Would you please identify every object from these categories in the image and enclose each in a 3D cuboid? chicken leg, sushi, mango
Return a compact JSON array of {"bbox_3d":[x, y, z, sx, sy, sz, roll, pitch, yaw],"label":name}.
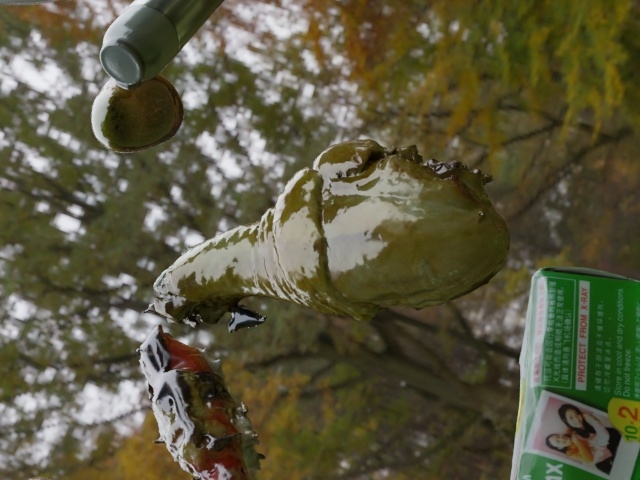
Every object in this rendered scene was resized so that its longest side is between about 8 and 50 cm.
[{"bbox_3d":[0.000,0.000,0.705,0.088,0.227,0.103,23,-119,-56],"label":"chicken leg"},{"bbox_3d":[-0.123,0.188,1.263,0.103,0.226,0.097,3,-52,-34],"label":"sushi"},{"bbox_3d":[-0.297,-0.209,1.945,0.267,0.111,0.133,-31,-46,-72],"label":"mango"}]

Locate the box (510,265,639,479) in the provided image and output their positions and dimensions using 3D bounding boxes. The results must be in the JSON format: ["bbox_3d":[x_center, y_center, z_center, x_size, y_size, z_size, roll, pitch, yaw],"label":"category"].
[{"bbox_3d":[0.201,0.162,0.955,0.180,0.103,0.250,85,-168,-56],"label":"box"}]

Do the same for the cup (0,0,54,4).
[{"bbox_3d":[-0.153,-0.290,0.800,0.312,0.205,0.206,-55,-22,-52],"label":"cup"}]

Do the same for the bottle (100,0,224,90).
[{"bbox_3d":[-0.178,-0.274,1.468,0.096,0.079,0.254,102,-165,-46],"label":"bottle"}]

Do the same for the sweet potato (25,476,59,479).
[{"bbox_3d":[-0.331,0.282,1.129,0.354,0.095,0.106,-37,32,33],"label":"sweet potato"}]
